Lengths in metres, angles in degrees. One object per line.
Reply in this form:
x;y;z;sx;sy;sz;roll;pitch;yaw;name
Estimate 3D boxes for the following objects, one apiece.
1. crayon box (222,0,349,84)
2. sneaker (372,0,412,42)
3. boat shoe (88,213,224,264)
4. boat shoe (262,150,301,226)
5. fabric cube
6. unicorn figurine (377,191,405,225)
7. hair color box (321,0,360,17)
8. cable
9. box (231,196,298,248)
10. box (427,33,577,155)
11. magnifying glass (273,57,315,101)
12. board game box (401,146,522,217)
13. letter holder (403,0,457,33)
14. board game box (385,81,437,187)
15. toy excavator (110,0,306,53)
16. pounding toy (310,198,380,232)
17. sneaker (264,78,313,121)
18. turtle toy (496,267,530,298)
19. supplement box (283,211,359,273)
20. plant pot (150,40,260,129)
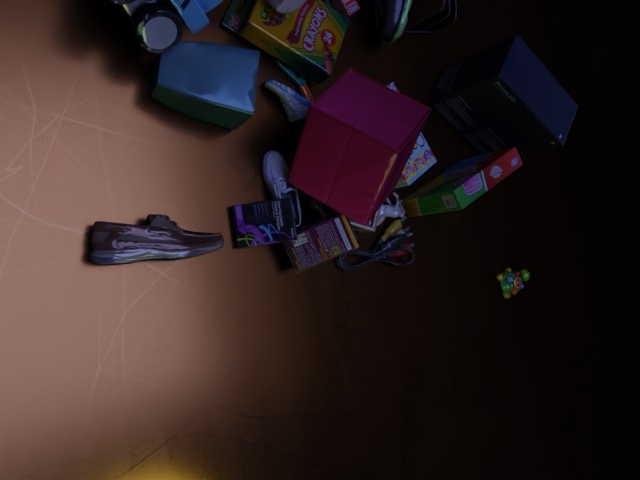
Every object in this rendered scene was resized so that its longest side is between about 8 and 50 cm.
-0.090;-0.604;1.671;0.318;0.081;0.202;25;69;-23;crayon box
0.138;-0.828;1.822;0.202;0.185;0.483;-17;92;-14;sneaker
-0.384;-0.009;1.441;0.324;0.123;0.117;-4;87;-34;boat shoe
-0.094;-0.141;1.657;0.083;0.075;0.227;-21;97;-32;boat shoe
0.098;-0.250;1.592;0.259;0.258;0.254;30;45;10;fabric cube
0.193;-0.093;1.840;0.161;0.060;0.111;-5;69;-15;unicorn figurine
0.035;-0.731;1.772;0.053;0.093;0.167;-42;107;-26;hair color box
0.176;0.040;1.840;0.287;0.072;0.140;-25;104;-19;cable
-0.147;-0.047;1.595;0.162;0.029;0.116;-9;91;1;box
0.595;-0.446;1.976;0.343;0.312;0.179;37;68;-25;box
-0.063;-0.468;1.731;0.092;0.026;0.231;-33;105;-30;magnifying glass
0.445;-0.182;1.904;0.316;0.242;0.064;-34;104;-30;board game box
0.350;-0.842;1.907;0.151;0.214;0.302;-11;92;-32;letter holder
0.200;-0.307;1.815;0.142;0.144;0.275;-41;107;-27;board game box
-0.266;-0.630;1.405;0.445;0.222;0.433;-34;145;1;toy excavator
0.057;-0.084;1.745;0.205;0.094;0.181;16;83;-21;pounding toy
-0.082;-0.380;1.692;0.190;0.071;0.083;30;103;-15;sneaker
0.688;0.143;2.136;0.130;0.066;0.095;-30;102;-30;turtle toy
0.000;0.000;1.648;0.188;0.081;0.104;-23;102;7;supplement box
-0.294;-0.395;1.505;0.234;0.165;0.166;7;82;-24;plant pot
